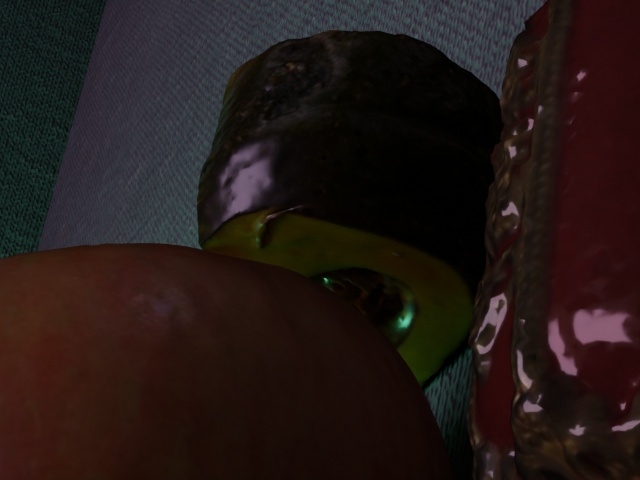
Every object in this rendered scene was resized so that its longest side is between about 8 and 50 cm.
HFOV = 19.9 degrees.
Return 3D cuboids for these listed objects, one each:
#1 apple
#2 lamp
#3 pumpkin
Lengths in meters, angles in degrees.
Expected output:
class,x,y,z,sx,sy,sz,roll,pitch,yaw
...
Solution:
class,x,y,z,sx,sy,sz,roll,pitch,yaw
apple,-0.120,0.192,0.943,0.391,0.391,0.347,128,143,-49
lamp,0.143,0.001,0.658,0.177,0.177,0.274,134,151,-57
pumpkin,0.000,0.001,1.116,0.280,0.190,0.139,127,155,-51
